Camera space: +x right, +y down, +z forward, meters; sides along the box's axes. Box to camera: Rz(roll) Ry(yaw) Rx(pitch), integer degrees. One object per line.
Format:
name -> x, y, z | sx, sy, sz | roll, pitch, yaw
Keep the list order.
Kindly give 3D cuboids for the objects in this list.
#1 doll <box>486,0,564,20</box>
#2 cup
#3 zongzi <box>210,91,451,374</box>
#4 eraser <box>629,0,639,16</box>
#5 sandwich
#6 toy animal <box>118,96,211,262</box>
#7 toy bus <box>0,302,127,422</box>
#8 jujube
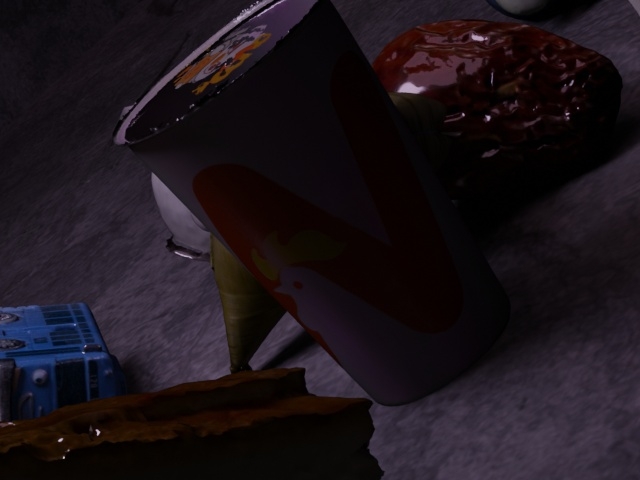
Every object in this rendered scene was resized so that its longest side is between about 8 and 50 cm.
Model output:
doll -> 0.269, -0.353, 1.766 | 0.258, 0.154, 0.228 | -44, 50, 3
cup -> 0.009, -0.026, 1.208 | 0.203, 0.288, 0.203 | -34, 19, 13
zongzi -> 0.000, 0.000, 1.369 | 0.228, 0.256, 0.115 | 2, 6, 34
eraser -> 0.389, -0.326, 1.499 | 0.279, 0.124, 0.081 | -38, 17, -3
sandwich -> -0.091, 0.236, 0.764 | 0.262, 0.325, 0.131 | -6, -2, -35
toy animal -> -0.100, -0.075, 1.696 | 0.325, 0.208, 0.154 | 36, 114, 62
toy bus -> -0.262, 0.136, 1.568 | 0.133, 0.116, 0.234 | -3, 11, -13
jujube -> 0.146, -0.113, 1.411 | 0.236, 0.168, 0.168 | 3, 39, 33
